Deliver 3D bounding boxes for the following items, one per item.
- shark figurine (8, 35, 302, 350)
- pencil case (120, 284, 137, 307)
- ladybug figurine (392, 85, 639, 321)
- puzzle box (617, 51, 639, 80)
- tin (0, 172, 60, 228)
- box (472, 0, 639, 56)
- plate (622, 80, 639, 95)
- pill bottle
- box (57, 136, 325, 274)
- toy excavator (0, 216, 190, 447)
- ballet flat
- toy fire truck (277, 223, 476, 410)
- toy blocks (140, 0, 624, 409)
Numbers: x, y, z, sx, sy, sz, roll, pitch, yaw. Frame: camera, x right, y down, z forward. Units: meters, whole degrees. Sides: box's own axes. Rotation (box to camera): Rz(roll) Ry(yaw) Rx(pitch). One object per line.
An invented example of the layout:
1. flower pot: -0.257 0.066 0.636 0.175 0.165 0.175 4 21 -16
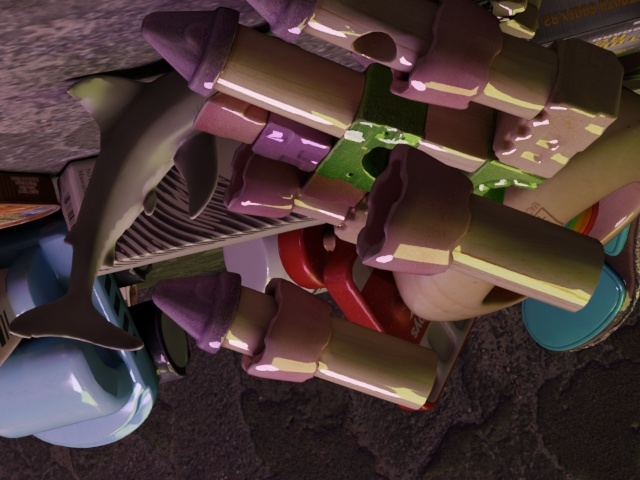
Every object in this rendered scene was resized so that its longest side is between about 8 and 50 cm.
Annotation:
1. shark figurine: -0.150 -0.057 1.057 0.116 0.278 0.166 38 173 -38
2. pencil case: -0.464 0.111 2.074 0.410 0.160 0.183 -14 162 -11
3. ladybug figurine: 0.191 -0.055 1.412 0.305 0.162 0.449 -40 166 13
4. puzzle box: 0.495 -0.236 1.485 0.409 0.052 0.272 -11 175 -43
5. tin: -0.326 -0.035 1.394 0.106 0.040 0.190 -20 175 16
6. box: 0.214 -0.181 1.176 0.231 0.056 0.183 -15 176 1
7. plate: 0.375 -0.187 1.812 0.277 0.045 0.278 -15 176 -9
8. pill bottle: 0.000 0.000 2.239 0.278 0.162 0.162 -12 175 -32
9. box: -0.118 -0.047 1.466 0.275 0.113 0.094 -15 175 -20
10. toy excavator: -0.341 0.099 1.618 0.222 0.433 0.445 -15 -156 12
11. ballet flat: 0.406 -0.015 1.957 0.182 0.164 0.483 -33 154 -23
12. toy fire truck: 0.107 0.011 1.656 0.169 0.254 0.302 -9 -144 37
13. toy blocks: 0.010 -0.092 0.884 0.260 0.309 0.288 19 154 -12
